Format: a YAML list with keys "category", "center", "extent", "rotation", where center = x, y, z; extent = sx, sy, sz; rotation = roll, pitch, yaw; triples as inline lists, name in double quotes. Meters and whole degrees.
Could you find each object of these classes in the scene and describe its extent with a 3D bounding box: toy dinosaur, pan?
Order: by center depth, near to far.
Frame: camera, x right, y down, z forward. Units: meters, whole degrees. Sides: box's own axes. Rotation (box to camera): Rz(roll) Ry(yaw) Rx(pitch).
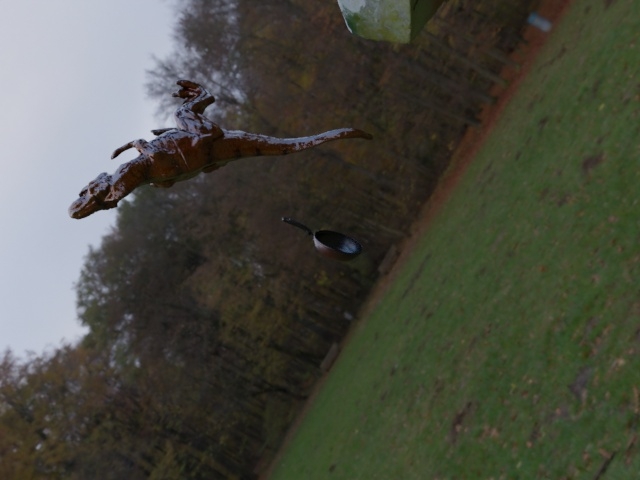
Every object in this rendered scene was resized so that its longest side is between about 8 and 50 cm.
- category: "pan"
  center: [0.000, 0.000, 0.875]
  extent: [0.068, 0.115, 0.023]
  rotation: [-57, -10, -68]
- category: "toy dinosaur"
  center: [-0.163, -0.152, 0.961]
  extent: [0.432, 0.208, 0.097]
  rotation: [-22, -47, -12]

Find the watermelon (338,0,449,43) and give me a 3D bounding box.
- category: "watermelon"
  center: [0.085, -0.341, 0.578]
  extent: [0.232, 0.193, 0.310]
  rotation: [-45, -57, -60]
